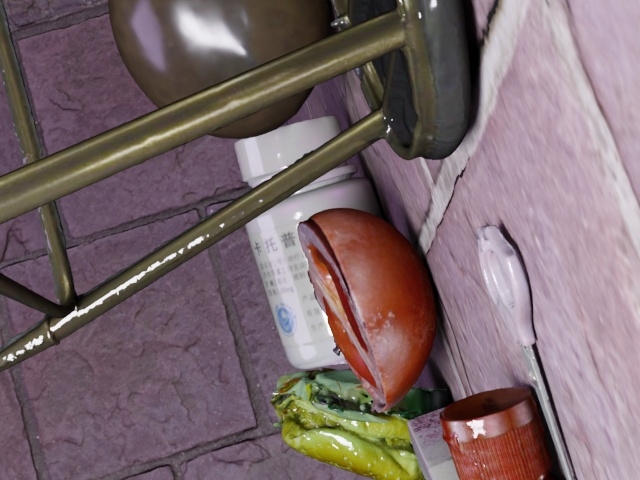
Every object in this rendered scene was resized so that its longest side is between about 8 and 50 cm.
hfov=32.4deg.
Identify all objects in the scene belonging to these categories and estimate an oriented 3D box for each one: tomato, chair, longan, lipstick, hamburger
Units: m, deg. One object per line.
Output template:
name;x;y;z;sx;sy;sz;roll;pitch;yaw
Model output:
tomato;0.064;0.065;1.134;0.228;0.112;0.199;79;165;-58
chair;-0.135;-0.139;0.739;0.364;0.410;0.362;85;168;-77
longan;-0.117;-0.260;1.239;0.300;0.243;0.300;172;90;-69
lipstick;0.155;0.266;1.057;0.317;0.066;0.068;-116;6;-68
hamburger;0.043;0.213;1.286;0.235;0.214;0.125;15;-97;-87

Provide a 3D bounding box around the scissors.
scissors;0.143;0.079;0.750;0.100;0.015;0.189;163;87;-88

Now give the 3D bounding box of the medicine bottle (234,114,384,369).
medicine bottle;0.000;0.000;1.360;0.170;0.170;0.293;178;76;-87

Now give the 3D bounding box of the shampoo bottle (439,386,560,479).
shampoo bottle;0.165;0.265;0.800;0.118;0.076;0.314;-53;-54;-84
